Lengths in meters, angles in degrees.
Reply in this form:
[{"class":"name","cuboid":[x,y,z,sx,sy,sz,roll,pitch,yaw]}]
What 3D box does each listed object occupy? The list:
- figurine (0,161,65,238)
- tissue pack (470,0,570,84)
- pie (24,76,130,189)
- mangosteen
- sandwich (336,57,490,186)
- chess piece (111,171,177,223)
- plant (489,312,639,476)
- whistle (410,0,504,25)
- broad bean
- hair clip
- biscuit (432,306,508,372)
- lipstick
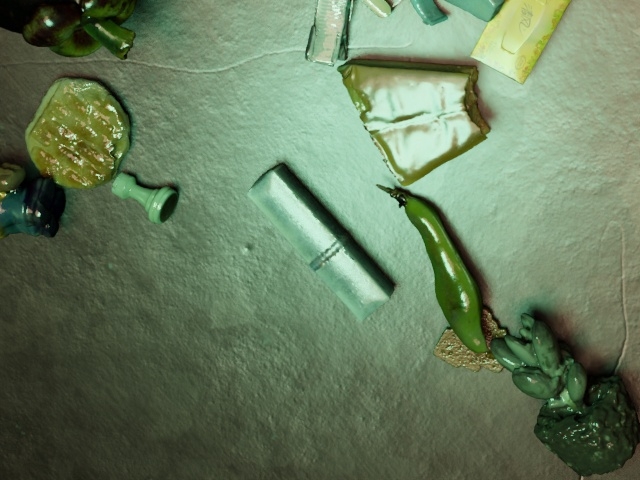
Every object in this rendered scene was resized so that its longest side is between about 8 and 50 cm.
[{"class":"figurine","cuboid":[-0.620,-0.057,2.010,0.332,0.185,0.204,21,73,11]},{"class":"tissue pack","cuboid":[0.311,-0.338,1.797,0.095,0.062,0.176,30,109,3]},{"class":"pie","cuboid":[-0.408,-0.178,2.003,0.195,0.046,0.195,3,104,13]},{"class":"mangosteen","cuboid":[-0.422,-0.429,1.802,0.297,0.297,0.313,-3,65,13]},{"class":"sandwich","cuboid":[0.154,-0.224,1.838,0.186,0.108,0.220,-31,93,18]},{"class":"chess piece","cuboid":[-0.301,-0.076,2.000,0.103,0.067,0.067,26,108,14]},{"class":"plant","cuboid":[0.393,0.238,1.883,0.274,0.149,0.146,51,131,-5]},{"class":"whistle","cuboid":[0.165,-0.430,1.774,0.274,0.093,0.186,44,152,11]},{"class":"broad bean","cuboid":[0.199,0.038,1.913,0.075,0.067,0.325,-26,88,15]},{"class":"hair clip","cuboid":[0.033,-0.384,1.842,0.159,0.071,0.218,8,112,5]},{"class":"biscuit","cuboid":[0.249,0.170,1.964,0.130,0.019,0.119,-12,101,14]},{"class":"lipstick","cuboid":[0.000,0.000,1.944,0.076,0.077,0.290,-40,92,19]}]
